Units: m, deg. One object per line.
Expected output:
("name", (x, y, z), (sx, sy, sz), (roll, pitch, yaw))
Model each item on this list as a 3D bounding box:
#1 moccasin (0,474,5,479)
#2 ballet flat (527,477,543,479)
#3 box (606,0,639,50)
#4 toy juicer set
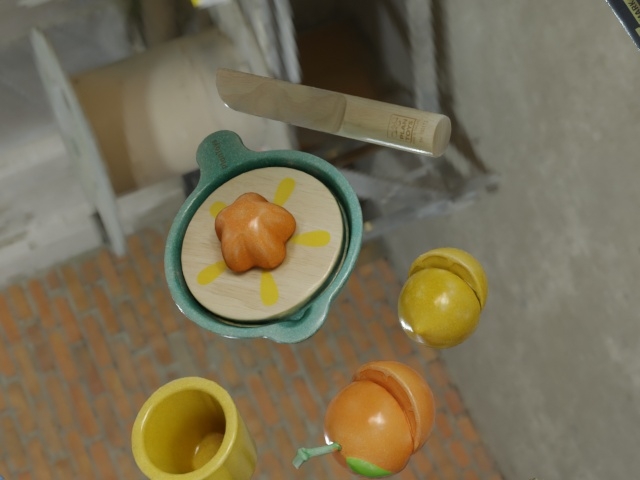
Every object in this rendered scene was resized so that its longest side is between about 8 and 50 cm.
("moccasin", (-0.304, 0.234, 1.038), (0.342, 0.138, 0.116), (123, 136, -76))
("ballet flat", (0.119, 0.280, 1.245), (0.077, 0.241, 0.091), (-99, 0, -50))
("box", (0.307, -0.166, 0.940), (0.232, 0.183, 0.059), (55, 145, 0))
("toy juicer set", (0.000, 0.000, 0.826), (0.089, 0.209, 0.329), (56, -145, -56))
